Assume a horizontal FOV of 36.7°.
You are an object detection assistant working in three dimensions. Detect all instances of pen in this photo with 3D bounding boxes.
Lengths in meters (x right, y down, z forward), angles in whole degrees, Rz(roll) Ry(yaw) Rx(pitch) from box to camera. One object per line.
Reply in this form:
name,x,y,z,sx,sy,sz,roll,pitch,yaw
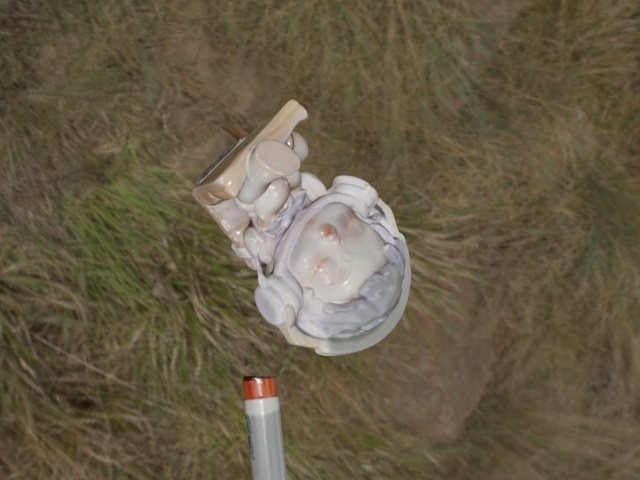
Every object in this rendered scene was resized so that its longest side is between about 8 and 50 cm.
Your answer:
pen,-0.031,0.215,0.684,0.028,0.028,0.239,-3,82,-30

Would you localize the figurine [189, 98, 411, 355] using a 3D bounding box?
figurine,-0.002,0.001,0.852,0.162,0.141,0.236,-46,110,-26
